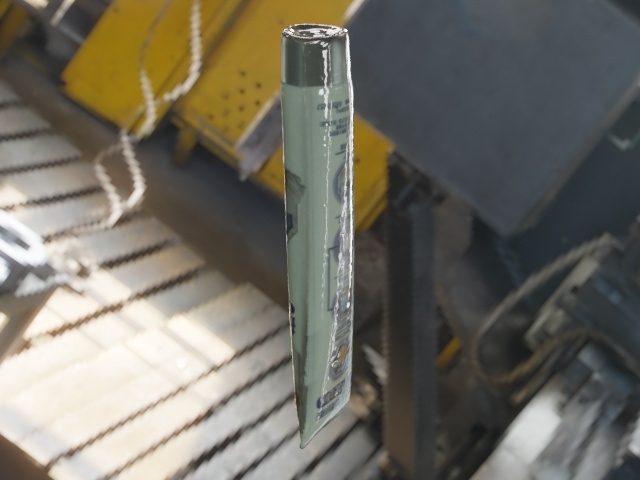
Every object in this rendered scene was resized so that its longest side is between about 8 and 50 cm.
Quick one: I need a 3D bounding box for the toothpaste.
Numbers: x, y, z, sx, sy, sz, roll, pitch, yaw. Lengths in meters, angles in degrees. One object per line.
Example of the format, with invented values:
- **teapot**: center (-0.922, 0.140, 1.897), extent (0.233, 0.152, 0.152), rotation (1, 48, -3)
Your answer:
- **toothpaste**: center (0.000, 0.000, 0.877), extent (0.039, 0.239, 0.062), rotation (7, 22, 22)
